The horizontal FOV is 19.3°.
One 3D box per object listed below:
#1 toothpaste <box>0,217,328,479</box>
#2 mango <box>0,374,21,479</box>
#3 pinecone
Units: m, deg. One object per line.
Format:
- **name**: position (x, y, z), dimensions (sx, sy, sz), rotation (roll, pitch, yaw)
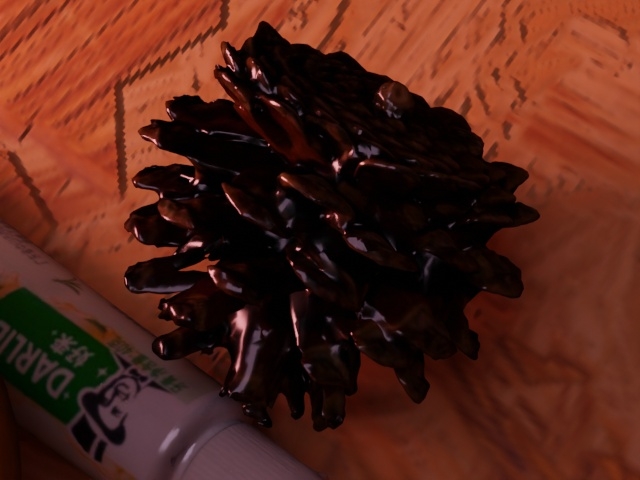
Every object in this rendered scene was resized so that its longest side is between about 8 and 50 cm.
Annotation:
- **toothpaste**: position (-0.123, 0.022, 0.692), dimensions (0.314, 0.056, 0.058), rotation (32, 42, 27)
- **mango**: position (-0.228, 0.038, 0.649), dimensions (0.329, 0.175, 0.177), rotation (37, 97, 39)
- **pinecone**: position (-0.001, -0.001, 0.624), dimensions (0.140, 0.140, 0.121), rotation (39, 104, 25)
